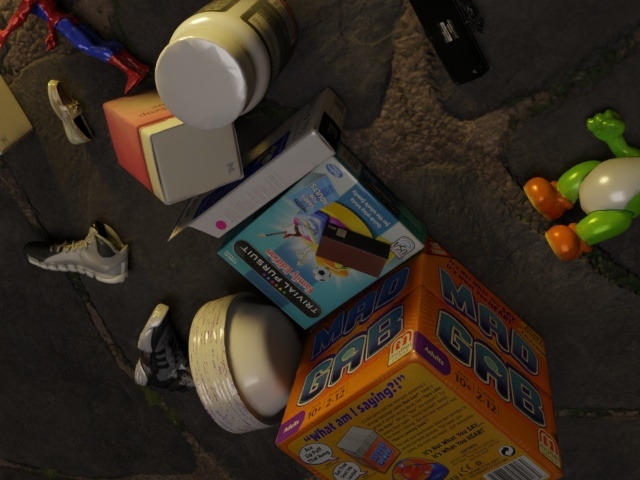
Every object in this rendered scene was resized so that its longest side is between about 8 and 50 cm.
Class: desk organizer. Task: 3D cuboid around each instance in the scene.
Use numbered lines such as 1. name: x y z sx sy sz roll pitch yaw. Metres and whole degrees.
1. desk organizer: 0.060 0.019 1.239 0.130 0.047 0.050 20 127 -1

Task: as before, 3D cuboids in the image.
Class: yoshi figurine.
1. yoshi figurine: 0.518 -0.113 1.065 0.362 0.203 0.204 -29 106 24

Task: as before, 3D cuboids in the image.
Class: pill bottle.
1. pill bottle: -0.142 -0.289 1.039 0.161 0.283 0.161 6 123 9

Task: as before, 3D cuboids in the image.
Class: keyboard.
1. keyboard: 0.221 -0.351 1.078 0.100 0.038 0.192 -10 124 45

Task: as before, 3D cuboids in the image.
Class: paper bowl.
1. paper bowl: -0.136 0.246 1.381 0.148 0.284 0.284 -17 117 21

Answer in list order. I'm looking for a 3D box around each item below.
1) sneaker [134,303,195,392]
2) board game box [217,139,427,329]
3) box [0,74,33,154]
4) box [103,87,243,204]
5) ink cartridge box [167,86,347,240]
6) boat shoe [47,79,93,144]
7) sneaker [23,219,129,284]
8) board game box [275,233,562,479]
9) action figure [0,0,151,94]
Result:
1. sneaker: -0.341 0.261 1.553 0.153 0.101 0.269 20 130 -1
2. board game box: 0.000 0.000 1.317 0.254 0.079 0.336 43 121 -15
3. box: -0.753 -0.217 1.320 0.311 0.121 0.148 -12 119 19
4. box: -0.258 -0.175 1.151 0.232 0.148 0.127 33 138 48
5. ink cartridge box: -0.116 -0.120 1.205 0.370 0.176 0.069 -31 115 27
6. boat shoe: -0.481 -0.249 1.285 0.045 0.050 0.135 -5 131 11
7. sneaker: -0.523 0.005 1.444 0.228 0.086 0.132 14 120 -9
8. board game box: 0.192 0.286 1.290 0.356 0.356 0.356 40 122 -14
9. action figure: -0.461 -0.349 1.186 0.280 0.091 0.139 41 113 -14
